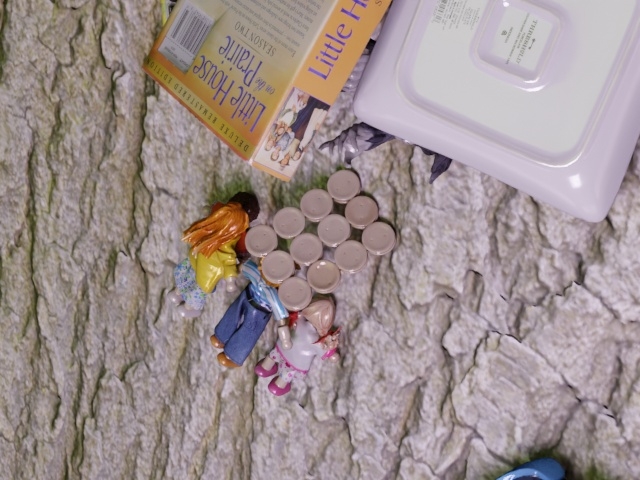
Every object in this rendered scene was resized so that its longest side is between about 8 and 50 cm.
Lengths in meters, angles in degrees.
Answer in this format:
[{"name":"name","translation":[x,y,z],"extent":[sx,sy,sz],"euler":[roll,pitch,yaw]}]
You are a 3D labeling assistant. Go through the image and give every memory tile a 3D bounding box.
[{"name":"memory tile","translation":[0.000,0.000,1.977],"extent":[0.148,0.012,0.113],"euler":[-33,69,-4]}]

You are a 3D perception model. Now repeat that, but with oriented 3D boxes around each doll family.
[{"name":"doll family","translation":[-0.089,0.053,2.062],"extent":[0.263,0.118,0.163],"euler":[51,128,25]}]

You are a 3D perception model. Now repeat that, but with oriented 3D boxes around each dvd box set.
[{"name":"dvd box set","translation":[-0.010,-0.298,1.806],"extent":[0.420,0.062,0.307],"euler":[-61,33,8]}]

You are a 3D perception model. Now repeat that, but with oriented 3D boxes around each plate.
[{"name":"plate","translation":[0.190,-0.191,1.703],"extent":[0.278,0.045,0.277],"euler":[25,105,15]}]

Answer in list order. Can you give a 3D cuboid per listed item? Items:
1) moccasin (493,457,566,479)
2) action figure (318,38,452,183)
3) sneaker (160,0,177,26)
[{"name":"moccasin","translation":[0.135,0.351,1.887],"extent":[0.342,0.137,0.117],"euler":[-42,73,41]},{"name":"action figure","translation":[0.059,-0.151,1.867],"extent":[0.275,0.141,0.164],"euler":[42,142,32]},{"name":"sneaker","translation":[-0.166,-0.325,2.109],"extent":[0.094,0.081,0.209],"euler":[2,92,51]}]
